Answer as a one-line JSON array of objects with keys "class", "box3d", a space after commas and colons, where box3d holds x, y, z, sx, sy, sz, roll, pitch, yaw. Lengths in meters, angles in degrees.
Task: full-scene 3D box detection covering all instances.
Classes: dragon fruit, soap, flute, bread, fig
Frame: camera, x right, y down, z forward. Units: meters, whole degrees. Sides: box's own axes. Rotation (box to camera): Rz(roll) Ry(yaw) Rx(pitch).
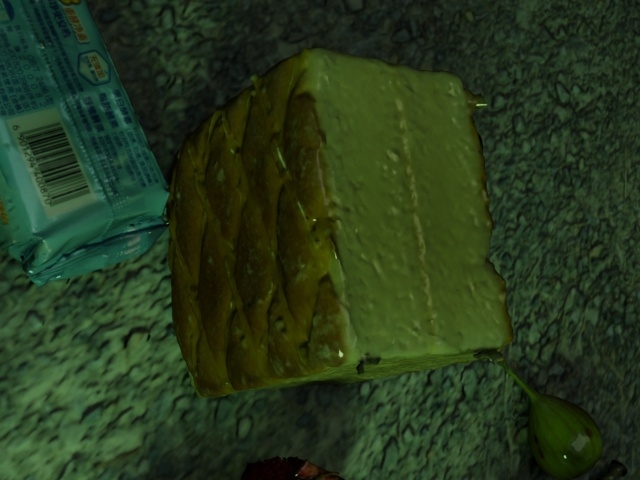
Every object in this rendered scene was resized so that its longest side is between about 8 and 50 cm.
[{"class": "dragon fruit", "box3d": [-0.018, 0.270, 0.810, 0.127, 0.161, 0.120, 21, 63, -17]}, {"class": "soap", "box3d": [-0.251, -0.111, 0.801, 0.156, 0.077, 0.293, -23, 91, -39]}, {"class": "flute", "box3d": [0.318, 0.345, 1.105, 0.233, 0.027, 0.027, -27, 92, -38]}, {"class": "bread", "box3d": [0.000, 0.000, 0.823, 0.207, 0.279, 0.279, -1, 80, -35]}, {"class": "fig", "box3d": [0.292, 0.213, 1.087, 0.093, 0.093, 0.166, -13, 83, -38]}]

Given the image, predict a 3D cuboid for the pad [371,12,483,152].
[{"class": "pad", "box3d": [0.101, -0.075, 0.954, 0.055, 0.250, 0.323, -9, 74, -17]}]
